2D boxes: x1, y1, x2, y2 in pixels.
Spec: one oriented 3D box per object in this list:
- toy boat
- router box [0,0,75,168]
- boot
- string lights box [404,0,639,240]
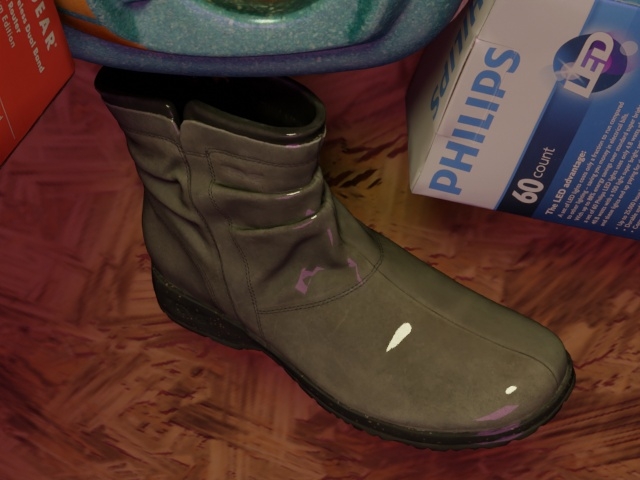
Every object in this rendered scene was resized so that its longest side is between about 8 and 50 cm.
[{"bbox_3d":[-0.056,-0.182,0.589,0.268,0.148,0.318,2,135,-1],"label":"toy boat"},{"bbox_3d":[-0.308,-0.025,0.571,0.336,0.301,0.082,12,138,22],"label":"router box"},{"bbox_3d":[0.000,0.000,0.754,0.247,0.083,0.161,20,143,26],"label":"boot"},{"bbox_3d":[0.183,-0.065,0.749,0.260,0.076,0.133,12,133,-10],"label":"string lights box"}]
